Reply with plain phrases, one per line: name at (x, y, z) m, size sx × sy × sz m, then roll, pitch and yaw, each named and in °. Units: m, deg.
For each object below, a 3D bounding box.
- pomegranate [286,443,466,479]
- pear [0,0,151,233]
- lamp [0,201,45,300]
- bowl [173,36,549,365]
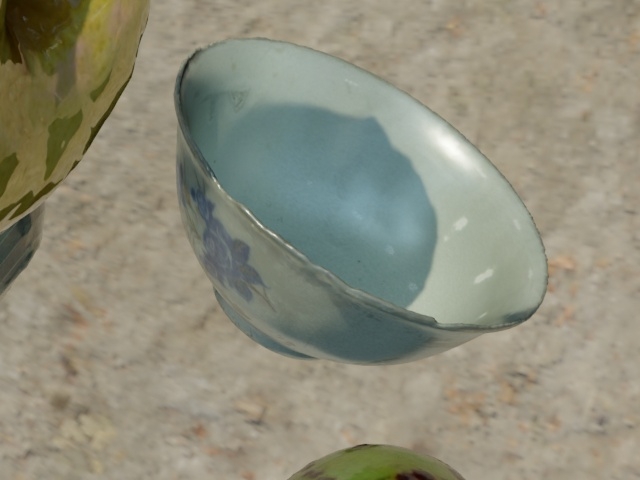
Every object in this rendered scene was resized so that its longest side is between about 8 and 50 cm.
pomegranate at (0.006, 0.252, 1.386) m, size 0.242 × 0.306 × 0.242 m, roll -46°, pitch 161°, yaw -21°
pear at (-0.194, -0.107, 0.618) m, size 0.271 × 0.271 × 0.271 m, roll -5°, pitch 100°, yaw -30°
lamp at (-0.352, -0.019, 1.496) m, size 0.233 × 0.233 × 0.265 m, roll 10°, pitch 134°, yaw -31°
bowl at (0.000, 0.000, 1.356) m, size 0.313 × 0.313 × 0.146 m, roll 16°, pitch 124°, yaw -31°
